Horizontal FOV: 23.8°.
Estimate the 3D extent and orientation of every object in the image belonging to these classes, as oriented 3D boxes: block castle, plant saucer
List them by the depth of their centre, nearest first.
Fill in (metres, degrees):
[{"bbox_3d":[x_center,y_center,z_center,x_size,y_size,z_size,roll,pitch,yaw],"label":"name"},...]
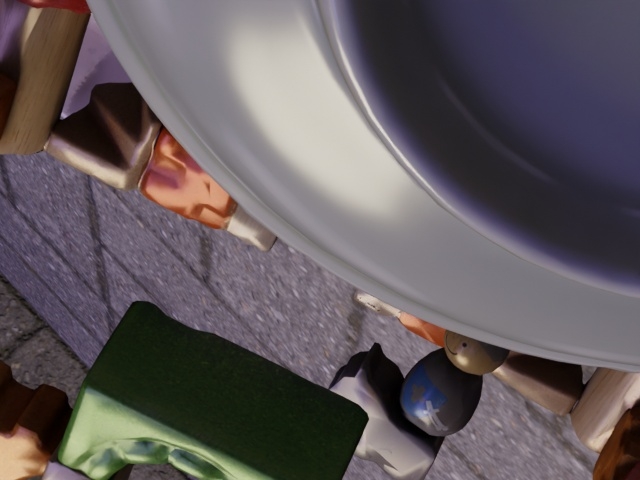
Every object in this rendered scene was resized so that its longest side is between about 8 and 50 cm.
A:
[{"bbox_3d":[0.109,-0.093,0.387,0.400,0.100,0.400,5,128,6],"label":"plant saucer"},{"bbox_3d":[0.000,0.000,0.668,0.453,0.303,0.213,27,128,2],"label":"block castle"}]

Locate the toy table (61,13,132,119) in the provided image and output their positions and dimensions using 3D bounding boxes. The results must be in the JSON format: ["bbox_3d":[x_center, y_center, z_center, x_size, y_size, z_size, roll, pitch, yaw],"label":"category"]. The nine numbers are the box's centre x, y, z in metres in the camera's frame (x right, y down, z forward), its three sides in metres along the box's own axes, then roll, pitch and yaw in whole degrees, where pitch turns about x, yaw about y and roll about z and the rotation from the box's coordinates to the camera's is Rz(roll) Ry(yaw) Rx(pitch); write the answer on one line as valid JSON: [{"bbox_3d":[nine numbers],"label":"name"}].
[{"bbox_3d":[-0.138,-0.189,0.916,0.274,0.252,0.161,55,173,-5],"label":"toy table"}]
